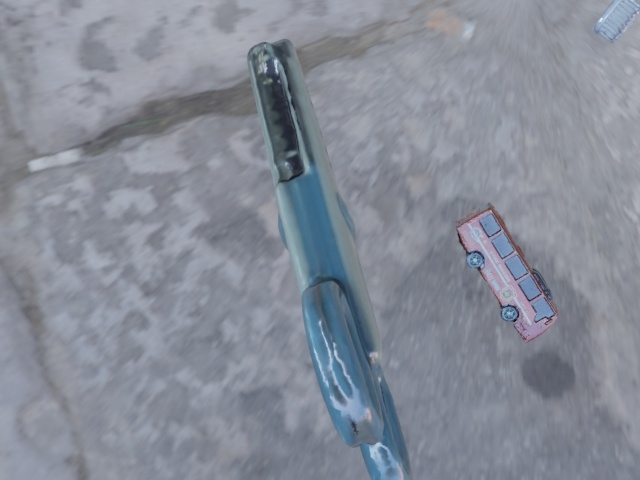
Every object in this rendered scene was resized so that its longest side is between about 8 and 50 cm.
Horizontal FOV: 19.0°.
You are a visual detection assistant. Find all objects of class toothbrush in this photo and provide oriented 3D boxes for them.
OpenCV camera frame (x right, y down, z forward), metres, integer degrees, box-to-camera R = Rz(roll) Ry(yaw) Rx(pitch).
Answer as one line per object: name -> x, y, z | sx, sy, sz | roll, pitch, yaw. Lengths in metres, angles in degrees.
toothbrush -> 0.328, -0.284, 1.612 | 0.025, 0.020, 0.286 | 42, 102, 21

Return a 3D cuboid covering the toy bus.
toy bus -> 0.146, 0.025, 1.496 | 0.043, 0.031, 0.110 | -32, 99, 9

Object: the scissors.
scissors -> 0.000, 0.000, 1.056 | 0.041, 0.138, 0.289 | -22, 57, 8
